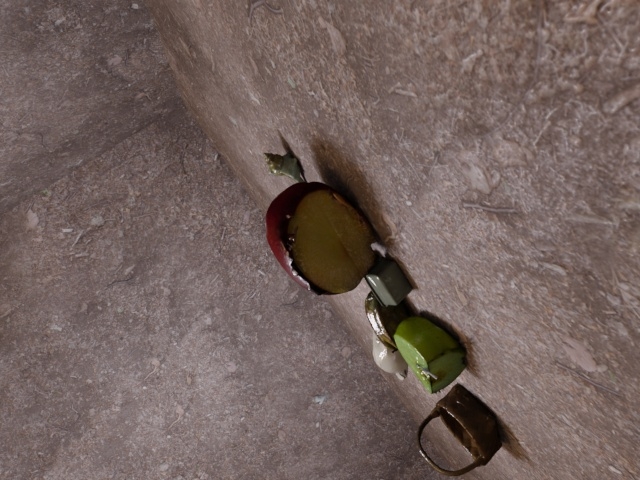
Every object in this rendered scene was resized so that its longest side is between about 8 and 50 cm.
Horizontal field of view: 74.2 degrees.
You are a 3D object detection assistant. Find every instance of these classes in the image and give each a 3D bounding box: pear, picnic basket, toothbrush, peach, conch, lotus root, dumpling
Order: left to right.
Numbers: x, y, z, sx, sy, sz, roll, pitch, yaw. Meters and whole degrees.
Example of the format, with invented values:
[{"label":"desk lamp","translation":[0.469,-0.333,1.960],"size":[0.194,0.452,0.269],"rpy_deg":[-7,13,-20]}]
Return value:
[{"label":"conch","translation":[-0.140,-0.314,1.802],"size":[0.234,0.114,0.137],"rpy_deg":[20,-171,-15]},{"label":"peach","translation":[0.000,0.000,1.536],"size":[0.416,0.339,0.353],"rpy_deg":[56,167,24]},{"label":"dumpling","translation":[0.358,0.594,2.313],"size":[0.341,0.181,0.260],"rpy_deg":[35,-171,-29]},{"label":"lotus root","translation":[0.283,0.319,1.752],"size":[0.275,0.160,0.152],"rpy_deg":[65,157,-3]},{"label":"pear","translation":[0.398,0.401,1.587],"size":[0.292,0.159,0.292],"rpy_deg":[53,167,18]},{"label":"toothbrush","translation":[0.361,0.444,1.439],"size":[0.013,0.011,0.131],"rpy_deg":[39,172,-16]},{"label":"picnic basket","translation":[0.564,0.826,1.774],"size":[0.293,0.337,0.337],"rpy_deg":[40,162,51]}]

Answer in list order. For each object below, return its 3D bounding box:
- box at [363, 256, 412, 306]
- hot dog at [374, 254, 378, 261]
[{"label":"box","translation":[0.252,0.154,1.550],"size":[0.172,0.124,0.093],"rpy_deg":[55,159,-13]},{"label":"hot dog","translation":[0.226,0.119,1.652],"size":[0.147,0.065,0.099],"rpy_deg":[52,-161,5]}]
